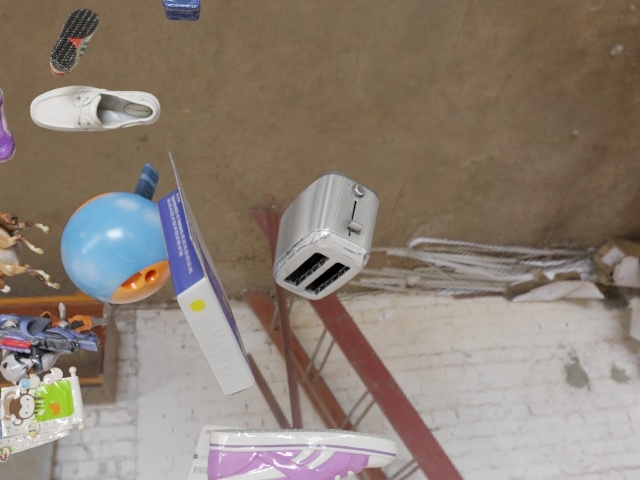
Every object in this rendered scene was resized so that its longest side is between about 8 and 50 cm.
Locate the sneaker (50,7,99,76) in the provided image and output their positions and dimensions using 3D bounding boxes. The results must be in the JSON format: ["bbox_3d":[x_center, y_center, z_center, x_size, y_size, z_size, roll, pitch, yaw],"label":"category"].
[{"bbox_3d":[-0.518,-0.410,1.290,0.057,0.161,0.075,28,157,-23],"label":"sneaker"}]

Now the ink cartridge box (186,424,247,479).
[{"bbox_3d":[-0.274,0.613,1.685,0.139,0.191,0.082,3,135,9],"label":"ink cartridge box"}]

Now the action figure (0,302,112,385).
[{"bbox_3d":[-0.705,0.280,1.668,0.341,0.330,0.179,10,115,19],"label":"action figure"}]

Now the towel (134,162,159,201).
[{"bbox_3d":[-0.496,-0.159,1.775,0.029,0.120,0.067,-4,146,19],"label":"towel"}]

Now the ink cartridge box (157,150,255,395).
[{"bbox_3d":[-0.210,0.051,1.033,0.072,0.304,0.307,-22,125,-6],"label":"ink cartridge box"}]

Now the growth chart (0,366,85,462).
[{"bbox_3d":[-0.660,0.396,1.416,0.237,0.172,0.021,-17,172,-30],"label":"growth chart"}]

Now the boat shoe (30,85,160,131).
[{"bbox_3d":[-0.494,-0.289,1.356,0.277,0.096,0.098,-6,107,-11],"label":"boat shoe"}]

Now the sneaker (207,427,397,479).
[{"bbox_3d":[-0.024,0.361,0.916,0.282,0.161,0.102,-1,164,1],"label":"sneaker"}]

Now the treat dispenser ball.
[{"bbox_3d":[-0.512,0.019,1.593,0.288,0.288,0.288,-7,147,-4],"label":"treat dispenser ball"}]

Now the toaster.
[{"bbox_3d":[0.000,0.000,1.056,0.129,0.147,0.227,28,139,-22],"label":"toaster"}]

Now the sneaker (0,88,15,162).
[{"bbox_3d":[-0.864,-0.322,1.618,0.095,0.237,0.104,-13,174,-27],"label":"sneaker"}]

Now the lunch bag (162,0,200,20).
[{"bbox_3d":[-0.352,-0.601,1.561,0.098,0.067,0.065,-2,161,-11],"label":"lunch bag"}]

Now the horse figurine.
[{"bbox_3d":[-0.692,0.024,1.405,0.174,0.066,0.263,16,131,8],"label":"horse figurine"}]
